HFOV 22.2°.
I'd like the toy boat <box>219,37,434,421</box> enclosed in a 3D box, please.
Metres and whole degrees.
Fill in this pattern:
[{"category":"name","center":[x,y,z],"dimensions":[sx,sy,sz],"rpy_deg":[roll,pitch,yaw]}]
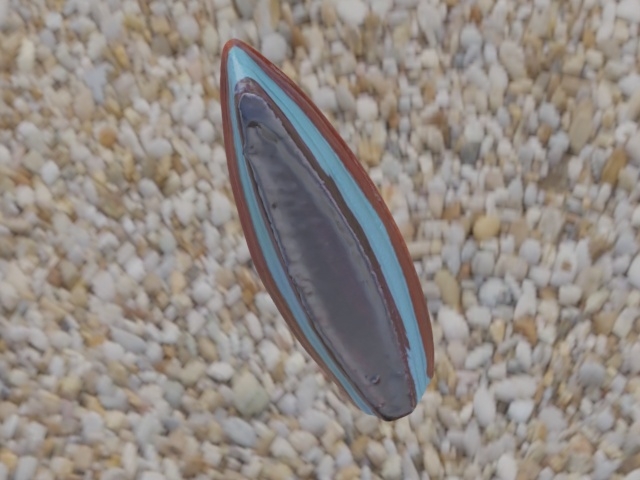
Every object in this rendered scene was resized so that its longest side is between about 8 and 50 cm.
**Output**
[{"category":"toy boat","center":[0.000,0.000,1.465],"dimensions":[0.136,0.079,0.392],"rpy_deg":[-22,118,6]}]
